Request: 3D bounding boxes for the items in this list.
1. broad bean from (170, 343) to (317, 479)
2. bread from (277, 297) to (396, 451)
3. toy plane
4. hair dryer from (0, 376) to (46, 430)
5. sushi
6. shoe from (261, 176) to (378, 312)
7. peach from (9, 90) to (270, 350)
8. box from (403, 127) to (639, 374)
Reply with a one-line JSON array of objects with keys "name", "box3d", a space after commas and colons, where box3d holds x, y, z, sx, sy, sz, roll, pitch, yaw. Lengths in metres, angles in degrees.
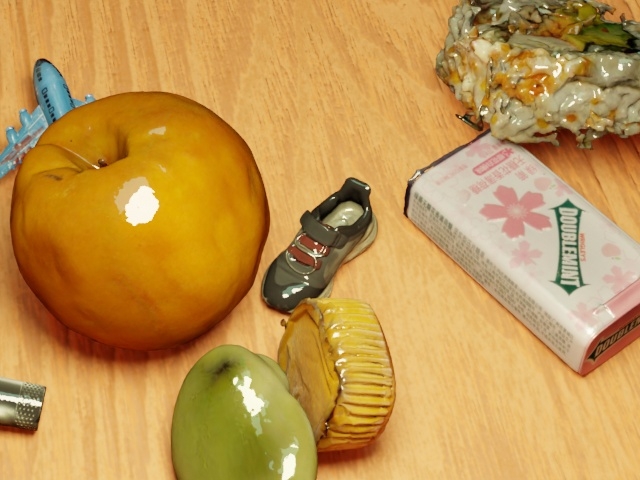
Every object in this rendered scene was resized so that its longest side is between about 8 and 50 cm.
[{"name": "broad bean", "box3d": [-0.099, 0.254, 1.872, 0.189, 0.121, 0.263, -28, 53, 14]}, {"name": "bread", "box3d": [0.022, 0.169, 1.920, 0.104, 0.199, 0.199, 2, 49, -25]}, {"name": "toy plane", "box3d": [-0.367, -0.153, 2.201, 0.254, 0.105, 0.271, -15, 52, -17]}, {"name": "hair dryer", "box3d": [-0.523, 0.238, 1.844, 0.320, 0.155, 0.284, 17, 41, -1]}, {"name": "sushi", "box3d": [0.372, -0.260, 2.241, 0.418, 0.175, 0.417, 9, 24, -4]}, {"name": "shoe", "box3d": [0.000, 0.000, 2.104, 0.099, 0.112, 0.227, 31, 53, 18]}, {"name": "peach", "box3d": [-0.228, -0.016, 1.978, 0.343, 0.301, 0.342, -14, 42, 13]}, {"name": "box", "box3d": [0.300, 0.006, 2.132, 0.190, 0.112, 0.370, -30, 57, -26]}]
